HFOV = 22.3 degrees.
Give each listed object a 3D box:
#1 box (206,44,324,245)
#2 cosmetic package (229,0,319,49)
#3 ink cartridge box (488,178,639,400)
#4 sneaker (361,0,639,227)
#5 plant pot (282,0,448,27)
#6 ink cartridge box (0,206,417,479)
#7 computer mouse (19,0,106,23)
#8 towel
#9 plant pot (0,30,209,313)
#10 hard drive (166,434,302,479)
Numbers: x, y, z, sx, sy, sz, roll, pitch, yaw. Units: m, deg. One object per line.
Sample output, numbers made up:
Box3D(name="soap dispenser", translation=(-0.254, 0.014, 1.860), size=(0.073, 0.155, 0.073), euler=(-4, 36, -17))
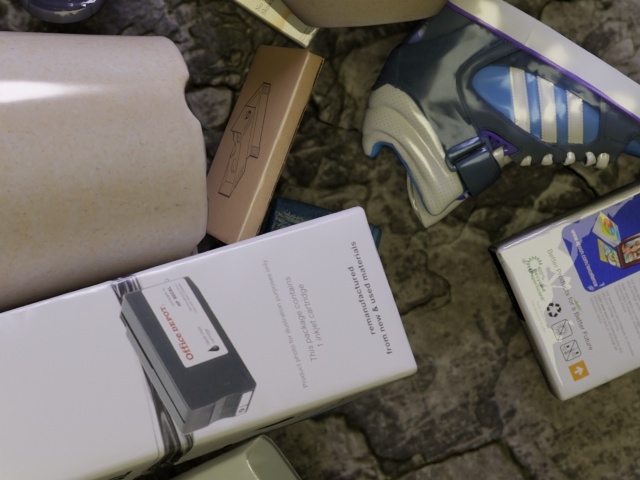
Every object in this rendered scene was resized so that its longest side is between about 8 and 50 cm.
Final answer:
Box3D(name="box", translation=(-0.066, -0.095, 1.607), size=(0.021, 0.164, 0.201), euler=(20, 91, -22))
Box3D(name="cosmetic package", translation=(-0.048, -0.250, 1.659), size=(0.115, 0.041, 0.060), euler=(32, 90, -6))
Box3D(name="ink cartridge box", translation=(0.379, 0.013, 1.703), size=(0.371, 0.069, 0.175), euler=(-24, 96, -1))
Box3D(name="sneaker", translation=(0.200, -0.096, 1.660), size=(0.323, 0.130, 0.236), euler=(31, 99, -10))
Box3D(name="plant pot", translation=(0.041, -0.306, 1.556), size=(0.284, 0.284, 0.191), euler=(-5, 102, -5))
Box3D(name="ink cartridge box", translation=(-0.153, 0.124, 1.493), size=(0.395, 0.285, 0.166), euler=(-16, 82, -19))
Box3D(name="computer mouse", translation=(-0.203, -0.311, 1.601), size=(0.184, 0.060, 0.262), euler=(-2, 62, -4))
Box3D(name="towel", translation=(0.000, 0.000, 1.685), size=(0.119, 0.029, 0.067), euler=(17, 91, -6))
Box3D(name="plant pot", translation=(-0.277, -0.069, 1.535), size=(0.306, 0.334, 0.333), euler=(-8, 94, -17))
Box3D(name="hard drive", translation=(-0.107, 0.340, 1.571), size=(0.353, 0.047, 0.233), euler=(-30, 98, 42))
